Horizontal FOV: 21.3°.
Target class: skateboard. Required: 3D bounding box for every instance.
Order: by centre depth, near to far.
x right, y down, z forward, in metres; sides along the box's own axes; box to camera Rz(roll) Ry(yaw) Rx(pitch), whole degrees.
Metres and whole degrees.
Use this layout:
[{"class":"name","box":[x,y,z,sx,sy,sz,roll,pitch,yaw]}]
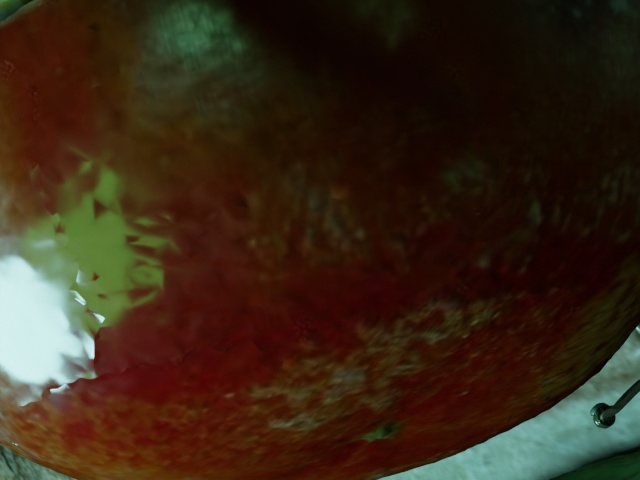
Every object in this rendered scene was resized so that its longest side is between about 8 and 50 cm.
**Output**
[{"class":"skateboard","box":[0.127,0.039,0.792,0.083,0.064,0.032,51,155,6]}]

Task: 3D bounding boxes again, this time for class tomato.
[{"class":"tomato","box":[0.001,0.012,0.638,0.338,0.338,0.144,-49,53,56]}]

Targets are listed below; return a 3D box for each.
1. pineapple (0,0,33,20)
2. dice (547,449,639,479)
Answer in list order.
[{"class":"pineapple","box":[-0.112,-0.183,0.637,0.262,0.262,0.272,-46,55,56]},{"class":"dice","box":[0.160,0.297,0.766,0.322,0.330,0.318,-14,107,58]}]
